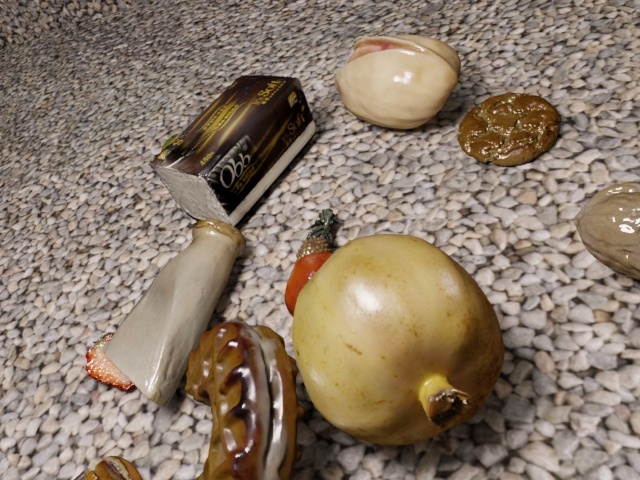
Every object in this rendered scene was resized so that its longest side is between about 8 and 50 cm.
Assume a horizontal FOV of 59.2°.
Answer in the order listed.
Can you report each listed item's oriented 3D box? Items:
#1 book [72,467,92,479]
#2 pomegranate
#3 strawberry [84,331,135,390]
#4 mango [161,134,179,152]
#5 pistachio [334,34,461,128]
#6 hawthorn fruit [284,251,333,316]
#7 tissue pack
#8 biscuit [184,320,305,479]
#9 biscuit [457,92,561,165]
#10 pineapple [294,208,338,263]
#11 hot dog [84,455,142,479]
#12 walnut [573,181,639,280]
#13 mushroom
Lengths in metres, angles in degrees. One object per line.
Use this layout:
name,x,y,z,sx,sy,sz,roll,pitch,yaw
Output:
book,-0.397,0.487,0.917,0.138,0.016,0.198,-43,46,-17
pomegranate,0.114,0.144,0.809,0.319,0.319,0.319,-13,45,14
strawberry,-0.413,0.249,1.131,0.104,0.048,0.152,-37,58,-20
mango,-0.345,-0.239,1.526,0.237,0.091,0.137,-6,41,28
pistachio,0.183,-0.376,1.306,0.308,0.230,0.230,21,61,37
hawthorn fruit,-0.003,0.086,1.029,0.132,0.133,0.138,-19,35,8
tissue pack,-0.190,-0.223,1.358,0.210,0.198,0.370,14,56,39
biscuit,-0.126,0.276,0.840,0.268,0.115,0.366,-56,33,33
biscuit,0.403,-0.245,1.215,0.225,0.042,0.226,-13,47,14
pineapple,0.000,0.000,1.156,0.074,0.074,0.159,-3,44,23
hot dog,-0.336,0.409,0.919,0.089,0.060,0.140,-28,41,-25
walnut,0.509,-0.014,0.865,0.230,0.178,0.178,14,56,39
mushroom,-0.281,0.129,1.116,0.154,0.137,0.407,-8,43,34
